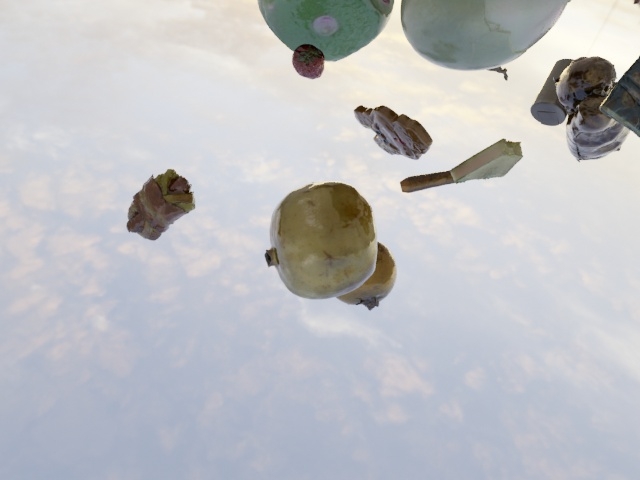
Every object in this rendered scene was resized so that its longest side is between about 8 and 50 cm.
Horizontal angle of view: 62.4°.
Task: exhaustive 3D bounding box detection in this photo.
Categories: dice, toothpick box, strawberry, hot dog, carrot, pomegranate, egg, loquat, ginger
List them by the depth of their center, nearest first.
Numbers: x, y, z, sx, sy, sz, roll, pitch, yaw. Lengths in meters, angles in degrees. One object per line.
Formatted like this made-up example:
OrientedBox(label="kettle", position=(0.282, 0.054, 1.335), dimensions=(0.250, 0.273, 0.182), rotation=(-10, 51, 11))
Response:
OrientedBox(label="egg", position=(0.351, -0.505, 1.118), dimensions=(0.336, 0.278, 0.278), rotation=(3, -160, 46))
OrientedBox(label="hot dog", position=(-0.435, -0.094, 1.420), dimensions=(0.146, 0.213, 0.103), rotation=(46, -176, 0))
OrientedBox(label="pomegranate", position=(0.000, 0.000, 1.439), dimensions=(0.333, 0.332, 0.332), rotation=(10, -142, -8))
OrientedBox(label="ginger", position=(0.777, -0.372, 1.507), dimensions=(0.418, 0.176, 0.254), rotation=(20, -118, -57))
OrientedBox(label="strawberry", position=(-0.035, -0.513, 1.534), dimensions=(0.106, 0.106, 0.106), rotation=(10, -142, -8))
OrientedBox(label="dice", position=(0.016, -0.769, 1.598), dimensions=(0.322, 0.318, 0.330), rotation=(25, -123, -45))
OrientedBox(label="toothpick box", position=(0.734, -0.456, 1.631), dimensions=(0.111, 0.111, 0.180), rotation=(27, -105, 14))
OrientedBox(label="loquat", position=(0.155, 0.126, 1.970), dimensions=(0.275, 0.274, 0.274), rotation=(10, -142, -8))
OrientedBox(label="carrot", position=(0.455, -0.235, 1.984), dimensions=(0.314, 0.066, 0.066), rotation=(-11, -142, 6))

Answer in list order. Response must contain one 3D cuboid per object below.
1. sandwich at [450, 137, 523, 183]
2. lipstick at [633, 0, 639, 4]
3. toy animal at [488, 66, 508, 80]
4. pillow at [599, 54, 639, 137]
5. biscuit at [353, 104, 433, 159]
OrientedBox(label="sandwich", position=(0.515, -0.245, 1.610), dimensions=(0.193, 0.162, 0.058), rotation=(-10, -113, -19))
OrientedBox(label="lipstick", position=(0.751, -0.581, 1.200), dimensions=(0.025, 0.107, 0.025), rotation=(44, -169, 23))
OrientedBox(label="toy animal", position=(0.448, -0.501, 1.373), dimensions=(0.220, 0.086, 0.069), rotation=(45, -157, -34))
OrientedBox(label="pillow", position=(0.718, -0.270, 1.056), dimensions=(0.256, 0.189, 0.034), rotation=(36, -165, 0))
OrientedBox(label="biscuit", position=(0.190, -0.284, 1.401), dimensions=(0.186, 0.044, 0.295), rotation=(42, 176, -22))
